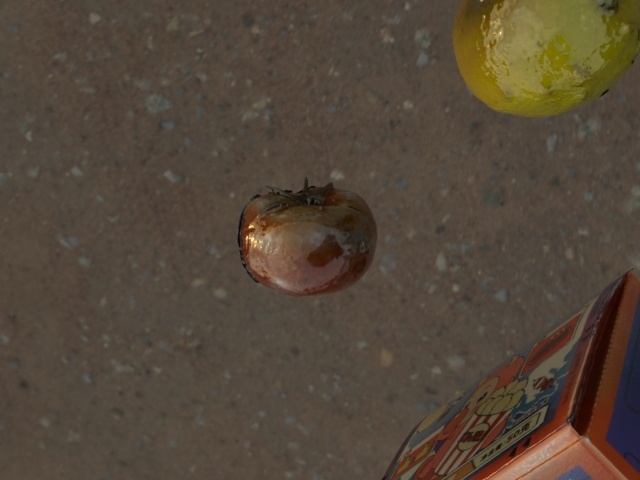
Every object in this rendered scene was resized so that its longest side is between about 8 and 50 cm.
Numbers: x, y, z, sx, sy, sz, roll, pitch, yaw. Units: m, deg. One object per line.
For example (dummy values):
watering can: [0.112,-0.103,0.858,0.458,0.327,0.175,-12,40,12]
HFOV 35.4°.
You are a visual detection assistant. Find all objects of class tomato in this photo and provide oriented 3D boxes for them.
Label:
tomato: [0.000,0.000,1.556,0.155,0.214,0.180,12,112,52]

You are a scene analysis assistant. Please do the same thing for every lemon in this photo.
lemon: [0.320,-0.301,1.429,0.260,0.260,0.284,25,146,1]

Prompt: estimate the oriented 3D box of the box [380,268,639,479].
box: [0.249,0.266,1.037,0.257,0.318,0.349,45,126,-1]
